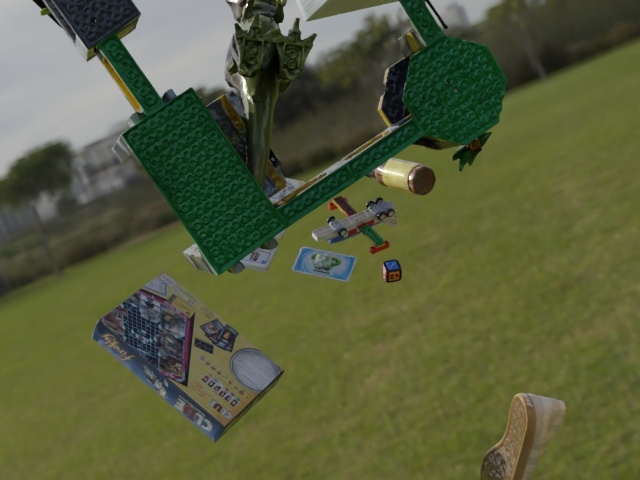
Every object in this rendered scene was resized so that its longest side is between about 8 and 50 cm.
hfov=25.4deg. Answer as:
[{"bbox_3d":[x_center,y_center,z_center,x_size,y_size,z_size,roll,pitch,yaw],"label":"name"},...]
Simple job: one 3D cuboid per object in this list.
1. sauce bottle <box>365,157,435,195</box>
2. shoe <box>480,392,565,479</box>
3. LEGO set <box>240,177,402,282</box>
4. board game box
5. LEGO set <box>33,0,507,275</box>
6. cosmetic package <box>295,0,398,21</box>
[{"bbox_3d":[0.099,-0.088,1.874,0.042,0.042,0.128,-25,25,-28],"label":"sauce bottle"},{"bbox_3d":[0.258,0.275,1.816,0.058,0.077,0.219,-7,-43,-20],"label":"shoe"},{"bbox_3d":[0.000,0.000,1.891,0.244,0.060,0.182,11,43,12],"label":"LEGO set"},{"bbox_3d":[-0.195,0.168,2.101,0.165,0.243,0.042,-40,-15,-48],"label":"board game box"},{"bbox_3d":[-0.060,-0.134,0.874,0.255,0.331,0.192,-43,8,-7],"label":"LEGO set"},{"bbox_3d":[0.084,-0.470,1.930,0.377,0.284,0.097,-18,-8,-37],"label":"cosmetic package"}]
